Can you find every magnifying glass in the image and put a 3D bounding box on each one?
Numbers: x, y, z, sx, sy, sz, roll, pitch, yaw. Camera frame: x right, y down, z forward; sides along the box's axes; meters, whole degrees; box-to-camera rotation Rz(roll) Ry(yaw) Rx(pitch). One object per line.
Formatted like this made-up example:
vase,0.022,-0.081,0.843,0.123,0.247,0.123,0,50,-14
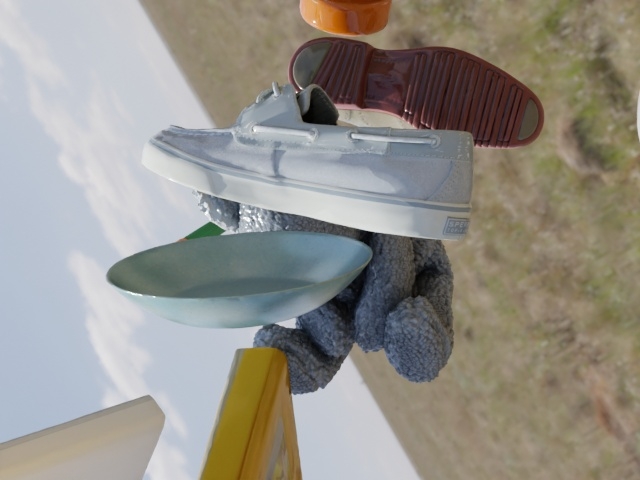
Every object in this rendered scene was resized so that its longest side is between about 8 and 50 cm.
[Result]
magnifying glass,-0.142,0.004,1.225,0.026,0.092,0.231,58,-167,-5

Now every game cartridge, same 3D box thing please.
game cartridge,-0.058,0.295,0.928,0.323,0.053,0.285,-80,-13,-56

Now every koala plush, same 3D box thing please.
koala plush,0.000,0.000,1.035,0.221,0.196,0.203,46,-136,-41

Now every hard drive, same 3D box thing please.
hard drive,-0.349,0.299,1.229,0.047,0.353,0.233,48,131,28

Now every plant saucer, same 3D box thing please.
plant saucer,-0.057,0.031,0.840,0.195,0.195,0.037,-123,27,-76

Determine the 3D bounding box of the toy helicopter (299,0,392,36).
toy helicopter,-0.098,-0.304,1.049,0.235,0.355,0.140,-104,18,-53

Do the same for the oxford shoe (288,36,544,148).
oxford shoe,0.135,-0.193,1.562,0.348,0.123,0.130,18,173,15

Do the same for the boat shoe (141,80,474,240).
boat shoe,-0.008,-0.056,0.717,0.227,0.081,0.079,13,-176,26

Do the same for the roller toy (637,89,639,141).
roller toy,0.341,-0.087,0.829,0.146,0.191,0.209,-106,12,-66
